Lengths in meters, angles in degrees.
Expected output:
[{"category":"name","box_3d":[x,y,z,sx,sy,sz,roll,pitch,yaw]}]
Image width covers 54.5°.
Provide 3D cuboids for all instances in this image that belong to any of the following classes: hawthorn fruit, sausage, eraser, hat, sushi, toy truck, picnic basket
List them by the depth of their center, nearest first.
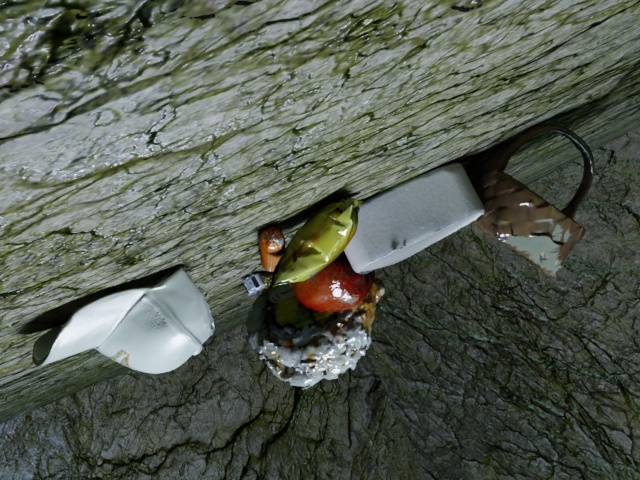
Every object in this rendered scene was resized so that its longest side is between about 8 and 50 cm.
[{"category":"hat","box_3d":[-0.361,0.185,1.143,0.301,0.168,0.258,-18,169,-46]},{"category":"sausage","box_3d":[-0.101,0.023,1.302,0.053,0.053,0.348,-24,173,-8]},{"category":"picnic basket","box_3d":[0.517,-0.127,1.498,0.293,0.337,0.337,30,140,-26]},{"category":"eraser","box_3d":[0.195,-0.038,1.503,0.331,0.149,0.331,-25,170,-5]},{"category":"hawthorn fruit","box_3d":[0.014,0.082,1.563,0.250,0.215,0.215,-11,-179,32]},{"category":"sushi","box_3d":[-0.024,0.206,1.745,0.418,0.417,0.175,-26,132,10]},{"category":"toy truck","box_3d":[-0.178,0.119,1.745,0.063,0.052,0.123,-30,174,2]}]

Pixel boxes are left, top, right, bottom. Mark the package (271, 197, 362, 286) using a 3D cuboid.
[{"category":"package","box_3d":[0.000,0.000,1.206,0.226,0.090,0.168,-48,176,12]}]
